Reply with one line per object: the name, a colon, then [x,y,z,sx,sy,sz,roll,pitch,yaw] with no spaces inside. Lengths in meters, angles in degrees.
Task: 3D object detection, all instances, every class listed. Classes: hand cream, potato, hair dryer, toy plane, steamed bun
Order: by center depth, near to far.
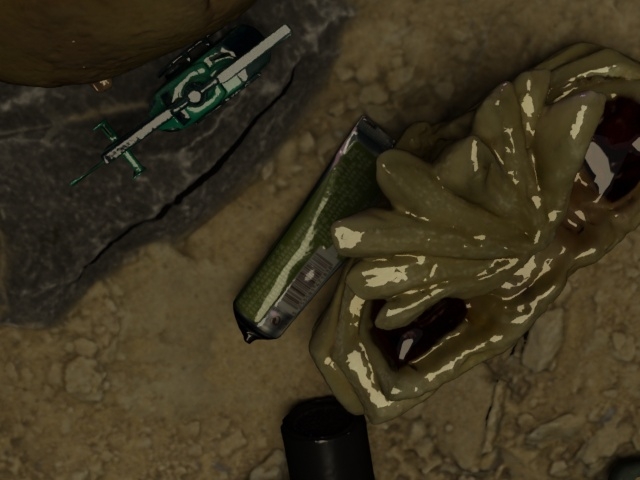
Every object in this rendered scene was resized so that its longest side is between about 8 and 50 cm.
potato: [-0.192,-0.189,0.975,0.264,0.189,0.211,-40,108,10]
steamed bun: [0.139,-0.022,1.051,0.428,0.189,0.247,-40,107,5]
toy plane: [-0.122,-0.118,1.055,0.235,0.096,0.060,-36,107,6]
hand cream: [0.000,0.000,1.138,0.086,0.055,0.235,36,95,-20]
hair dryer: [-0.065,0.270,1.211,0.251,0.089,0.197,-6,110,4]

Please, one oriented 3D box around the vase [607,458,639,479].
vase: [0.380,0.355,1.251,0.301,0.156,0.251,8,83,-13]
